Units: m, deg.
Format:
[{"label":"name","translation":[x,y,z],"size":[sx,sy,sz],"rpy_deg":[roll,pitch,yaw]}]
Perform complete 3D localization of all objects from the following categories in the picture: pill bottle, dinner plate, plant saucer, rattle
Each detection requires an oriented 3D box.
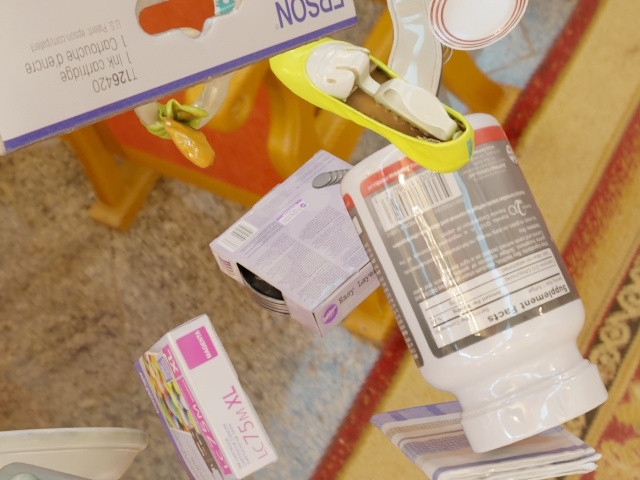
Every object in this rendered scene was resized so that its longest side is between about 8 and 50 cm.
[{"label":"pill bottle","translation":[0.184,0.051,1.462],"size":[0.210,0.210,0.362],"rpy_deg":[-24,84,6]},{"label":"dinner plate","translation":[0.212,-0.313,1.660],"size":[0.141,0.017,0.141],"rpy_deg":[-11,62,21]},{"label":"plant saucer","translation":[-0.407,0.297,1.494],"size":[0.401,0.400,0.100],"rpy_deg":[-9,77,15]},{"label":"rattle","translation":[-0.114,-0.193,1.397],"size":[0.200,0.130,0.143],"rpy_deg":[-41,27,-11]}]

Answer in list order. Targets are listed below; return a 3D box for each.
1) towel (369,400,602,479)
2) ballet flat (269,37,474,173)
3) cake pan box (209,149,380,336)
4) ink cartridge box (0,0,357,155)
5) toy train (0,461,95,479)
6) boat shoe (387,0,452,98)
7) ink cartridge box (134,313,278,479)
[{"label":"towel","translation":[0.199,0.254,1.570],"size":[0.209,0.285,0.034],"rpy_deg":[-6,99,-14]},{"label":"ballet flat","translation":[0.053,-0.148,1.217],"size":[0.231,0.077,0.077],"rpy_deg":[33,74,8]},{"label":"cake pan box","translation":[0.000,0.000,1.874],"size":[0.267,0.070,0.246],"rpy_deg":[-42,46,-22]},{"label":"ink cartridge box","translation":[-0.115,-0.231,0.652],"size":[0.072,0.307,0.304],"rpy_deg":[3,21,37]},{"label":"toy train","translation":[-0.150,0.257,0.886],"size":[0.334,0.190,0.142],"rpy_deg":[8,25,29]},{"label":"boat shoe","translation":[0.150,-0.303,1.919],"size":[0.095,0.079,0.254],"rpy_deg":[-18,66,21]},{"label":"ink cartridge box","translation":[-0.151,0.206,1.515],"size":[0.065,0.311,0.185],"rpy_deg":[-25,85,-18]}]
